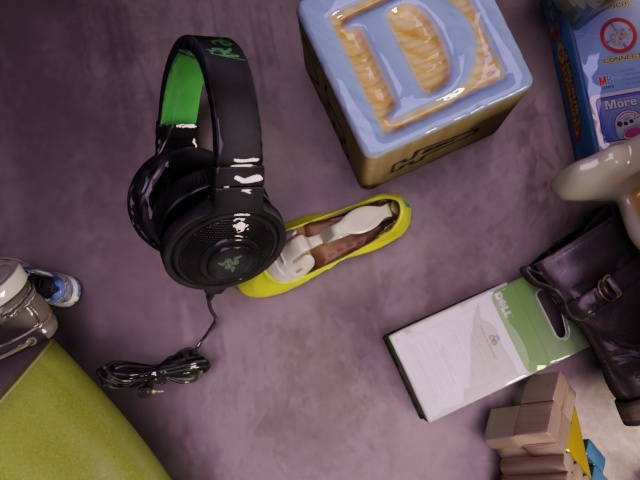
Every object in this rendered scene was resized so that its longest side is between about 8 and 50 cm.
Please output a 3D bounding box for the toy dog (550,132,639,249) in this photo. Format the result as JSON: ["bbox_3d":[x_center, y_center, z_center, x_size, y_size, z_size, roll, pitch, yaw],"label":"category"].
[{"bbox_3d":[0.464,0.063,0.754,0.285,0.396,0.407,-32,69,35],"label":"toy dog"}]

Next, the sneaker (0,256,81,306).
[{"bbox_3d":[-0.361,0.047,0.948,0.135,0.058,0.052,7,84,3],"label":"sneaker"}]

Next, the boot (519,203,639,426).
[{"bbox_3d":[0.379,0.058,0.889,0.263,0.091,0.228,-26,85,-18],"label":"boot"}]

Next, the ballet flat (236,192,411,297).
[{"bbox_3d":[0.000,0.000,0.934,0.231,0.077,0.077,-23,85,-1],"label":"ballet flat"}]

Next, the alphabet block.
[{"bbox_3d":[0.097,-0.190,0.892,0.194,0.197,0.192,-23,85,-1],"label":"alphabet block"}]

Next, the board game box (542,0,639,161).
[{"bbox_3d":[0.438,-0.261,0.946,0.309,0.086,0.301,-10,84,0],"label":"board game box"}]

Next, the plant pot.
[{"bbox_3d":[-0.266,0.303,0.837,0.293,0.275,0.274,42,87,-11],"label":"plant pot"}]

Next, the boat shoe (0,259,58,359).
[{"bbox_3d":[-0.443,0.122,0.907,0.305,0.109,0.091,-23,119,17],"label":"boat shoe"}]

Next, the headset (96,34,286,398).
[{"bbox_3d":[-0.156,-0.022,0.862,0.185,0.243,0.393,-5,110,-24],"label":"headset"}]

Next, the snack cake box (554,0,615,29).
[{"bbox_3d":[0.372,-0.355,0.837,0.264,0.152,0.089,-36,85,-2],"label":"snack cake box"}]

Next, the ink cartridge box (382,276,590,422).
[{"bbox_3d":[0.191,0.118,0.923,0.209,0.062,0.108,-24,84,-5],"label":"ink cartridge box"}]

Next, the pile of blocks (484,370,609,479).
[{"bbox_3d":[0.264,0.337,0.894,0.113,0.149,0.361,-19,70,42],"label":"pile of blocks"}]
